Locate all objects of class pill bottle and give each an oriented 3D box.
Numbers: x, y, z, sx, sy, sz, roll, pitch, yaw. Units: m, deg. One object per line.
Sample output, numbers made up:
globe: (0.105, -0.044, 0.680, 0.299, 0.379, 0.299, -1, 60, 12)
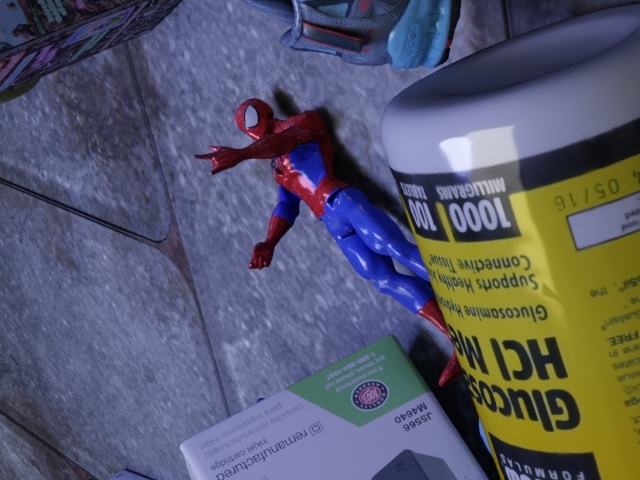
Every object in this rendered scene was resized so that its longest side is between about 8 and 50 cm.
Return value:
pill bottle: (0.170, 0.051, 0.699, 0.188, 0.188, 0.334, 0, 115, 55)

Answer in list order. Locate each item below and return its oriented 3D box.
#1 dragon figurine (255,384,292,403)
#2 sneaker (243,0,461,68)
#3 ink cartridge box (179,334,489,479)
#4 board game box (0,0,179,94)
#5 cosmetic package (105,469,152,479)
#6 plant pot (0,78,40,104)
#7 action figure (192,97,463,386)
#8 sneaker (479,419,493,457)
dragon figurine: (-0.001, 0.280, 1.225, 0.144, 0.085, 0.289, 24, 129, 47)
sneaker: (-0.012, -0.200, 0.767, 0.262, 0.125, 0.104, -118, 29, -46)
ink cartridge box: (0.042, 0.242, 0.965, 0.273, 0.198, 0.115, 56, 164, 29)
board game box: (-0.288, -0.244, 1.010, 0.232, 0.291, 0.141, 61, 148, -1)
cosmetic package: (-0.220, 0.444, 1.625, 0.224, 0.138, 0.224, 2, 115, 54)
plant pot: (-0.411, -0.290, 1.213, 0.276, 0.276, 0.254, 32, 127, 38)
action figure: (0.000, 0.000, 0.958, 0.280, 0.139, 0.091, 50, 146, 20)
sneaker: (0.177, 0.166, 0.918, 0.078, 0.067, 0.188, -19, 99, 39)
